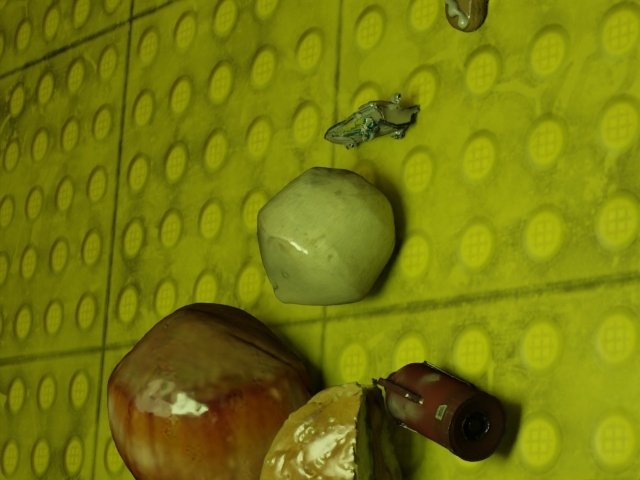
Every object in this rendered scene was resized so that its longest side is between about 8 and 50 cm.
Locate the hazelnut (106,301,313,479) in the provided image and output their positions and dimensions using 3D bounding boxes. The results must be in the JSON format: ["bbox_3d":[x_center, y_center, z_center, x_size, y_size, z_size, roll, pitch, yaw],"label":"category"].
[{"bbox_3d":[-0.171,0.275,2.324,0.372,0.315,0.372,172,90,-76],"label":"hazelnut"}]

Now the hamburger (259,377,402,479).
[{"bbox_3d":[-0.001,0.372,2.113,0.209,0.162,0.330,-10,87,25],"label":"hamburger"}]

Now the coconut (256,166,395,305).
[{"bbox_3d":[0.000,0.000,2.257,0.224,0.224,0.224,-18,66,48],"label":"coconut"}]

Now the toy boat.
[{"bbox_3d":[0.064,-0.177,2.326,0.210,0.084,0.066,-12,83,56],"label":"toy boat"}]

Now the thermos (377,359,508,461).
[{"bbox_3d":[0.151,0.224,2.065,0.232,0.124,0.099,22,90,59],"label":"thermos"}]

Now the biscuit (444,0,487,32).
[{"bbox_3d":[0.252,-0.465,2.189,0.301,0.049,0.197,-53,46,27],"label":"biscuit"}]
